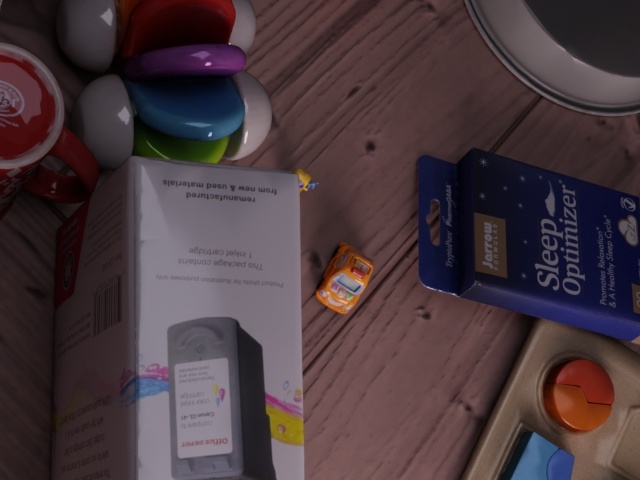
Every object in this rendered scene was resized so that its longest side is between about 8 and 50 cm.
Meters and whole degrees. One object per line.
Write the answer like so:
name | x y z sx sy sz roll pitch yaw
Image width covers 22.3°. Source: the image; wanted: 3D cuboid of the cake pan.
cake pan | 0.262 -0.263 1.510 0.293 0.054 0.293 6 76 -24

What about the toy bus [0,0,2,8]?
toy bus | -0.186 -0.273 1.262 0.104 0.202 0.191 8 64 -48

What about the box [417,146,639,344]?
box | 0.190 0.001 1.407 0.225 0.036 0.136 14 58 -20

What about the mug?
mug | -0.234 -0.078 1.170 0.150 0.169 0.113 -13 83 -26

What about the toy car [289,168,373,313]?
toy car | 0.000 0.000 1.332 0.122 0.040 0.060 49 63 -7

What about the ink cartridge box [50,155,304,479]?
ink cartridge box | -0.107 0.116 1.151 0.131 0.226 0.306 3 77 -23

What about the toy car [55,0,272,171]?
toy car | -0.111 -0.141 1.260 0.159 0.136 0.182 -5 80 -26

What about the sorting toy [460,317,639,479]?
sorting toy | 0.278 0.216 1.408 0.307 0.041 0.229 33 66 -14
